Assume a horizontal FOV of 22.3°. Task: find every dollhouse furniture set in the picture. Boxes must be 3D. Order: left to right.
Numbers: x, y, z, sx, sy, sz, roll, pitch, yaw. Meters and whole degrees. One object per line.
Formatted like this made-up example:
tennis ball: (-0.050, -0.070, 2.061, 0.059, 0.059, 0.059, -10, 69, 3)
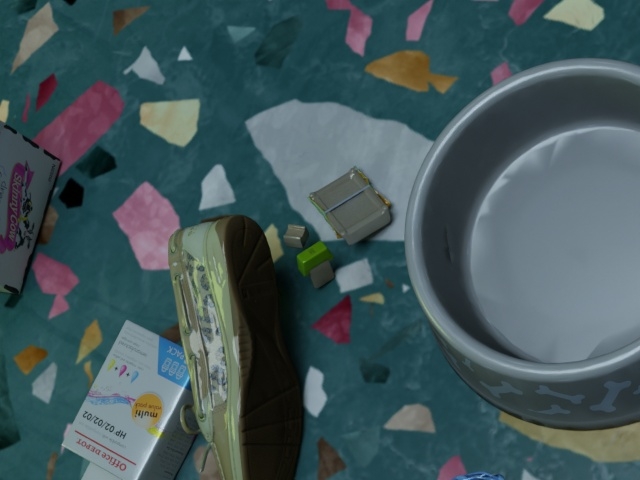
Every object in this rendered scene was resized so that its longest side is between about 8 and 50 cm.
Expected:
dollhouse furniture set: (0.000, 0.000, 1.637, 0.151, 0.058, 0.076, -32, 51, -10)

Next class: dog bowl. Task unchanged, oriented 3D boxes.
dog bowl: (0.234, -0.009, 1.479, 0.348, 0.102, 0.349, -9, 68, 23)

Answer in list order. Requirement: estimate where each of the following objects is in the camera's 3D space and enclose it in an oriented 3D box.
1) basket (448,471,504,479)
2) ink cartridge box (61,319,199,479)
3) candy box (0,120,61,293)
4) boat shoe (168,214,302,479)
basket: (0.100, 0.304, 1.314, 0.255, 0.289, 0.201, -40, 54, 11)
ink cartridge box: (-0.185, 0.186, 1.635, 0.104, 0.061, 0.181, 23, 83, 31)
candy box: (-0.380, -0.050, 1.742, 0.070, 0.196, 0.165, 6, 74, 29)
boat shoe: (-0.086, 0.121, 1.572, 0.089, 0.104, 0.285, -10, 82, 32)
